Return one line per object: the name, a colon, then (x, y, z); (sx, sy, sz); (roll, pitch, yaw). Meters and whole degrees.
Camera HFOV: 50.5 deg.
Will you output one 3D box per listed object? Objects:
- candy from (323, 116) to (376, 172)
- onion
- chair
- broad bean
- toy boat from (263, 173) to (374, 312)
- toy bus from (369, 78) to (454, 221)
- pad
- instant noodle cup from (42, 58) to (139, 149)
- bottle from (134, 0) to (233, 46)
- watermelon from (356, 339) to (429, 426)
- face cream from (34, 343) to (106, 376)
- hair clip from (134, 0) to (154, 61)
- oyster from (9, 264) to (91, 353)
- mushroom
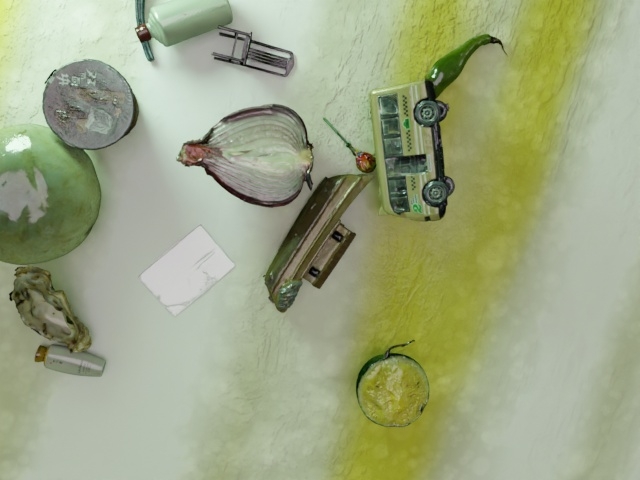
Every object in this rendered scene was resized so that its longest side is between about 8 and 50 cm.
candy: (0.077, -0.264, 1.866); (0.060, 0.060, 0.201); (-44, 91, 0)
onion: (-0.196, -0.219, 1.780); (0.348, 0.159, 0.267); (4, 85, -8)
chair: (-0.171, -0.492, 1.779); (0.212, 0.101, 0.084); (13, 95, -7)
broad bean: (0.370, -0.472, 1.866); (0.318, 0.056, 0.098); (-31, 104, -3)
toy boat: (0.000, 0.000, 1.845); (0.162, 0.136, 0.446); (31, 92, -14)
toy bus: (0.241, -0.234, 1.803); (0.201, 0.177, 0.366); (-4, 99, 18)
pad: (-0.368, 0.083, 1.875); (0.232, 0.004, 0.156); (-40, 99, 0)
instant noodle cup: (-0.559, -0.334, 1.701); (0.217, 0.207, 0.218); (-1, 98, -5)
bottle: (-0.353, -0.566, 1.734); (0.245, 0.104, 0.104); (-23, 99, -11)
watermelon: (0.195, 0.404, 1.914); (0.204, 0.127, 0.232); (-20, 100, -3)
face cream: (-0.680, 0.328, 1.846); (0.182, 0.051, 0.072); (16, 99, -7)
hair clip: (-0.458, -0.608, 1.768); (0.083, 0.048, 0.275); (2, 102, -9)
oyster: (-0.699, 0.167, 1.768); (0.166, 0.094, 0.294); (7, 129, 10)
mushroom: (-0.721, -0.111, 1.687); (0.352, 0.260, 0.352); (-2, 96, -14)
